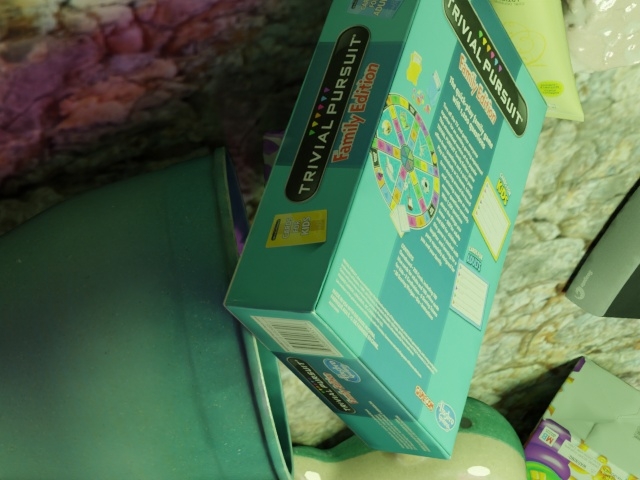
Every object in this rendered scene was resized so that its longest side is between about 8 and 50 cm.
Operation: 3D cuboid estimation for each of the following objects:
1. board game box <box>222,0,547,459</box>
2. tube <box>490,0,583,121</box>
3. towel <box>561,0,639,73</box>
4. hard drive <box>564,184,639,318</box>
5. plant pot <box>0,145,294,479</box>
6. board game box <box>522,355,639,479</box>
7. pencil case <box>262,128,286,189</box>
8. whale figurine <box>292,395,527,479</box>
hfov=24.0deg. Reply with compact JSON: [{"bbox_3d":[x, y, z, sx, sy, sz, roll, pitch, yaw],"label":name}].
[{"bbox_3d":[0.065,-0.036,1.168,0.079,0.336,0.254,3,152,31],"label":"board game box"},{"bbox_3d":[0.169,-0.184,1.257,0.062,0.070,0.240,-29,142,-10],"label":"tube"},{"bbox_3d":[0.363,-0.293,1.272,0.316,0.053,0.332,-11,137,-22],"label":"towel"},{"bbox_3d":[0.388,-0.013,1.589,0.172,0.054,0.255,6,130,-36],"label":"hard drive"},{"bbox_3d":[-0.171,0.085,1.202,0.255,0.272,0.272,-12,140,0],"label":"plant pot"},{"bbox_3d":[0.284,0.298,1.754,0.144,0.142,0.275,-43,162,-51],"label":"board game box"},{"bbox_3d":[0.000,0.000,1.268,0.088,0.086,0.206,-13,105,-43],"label":"pencil case"},{"bbox_3d":[0.088,0.243,1.648,0.271,0.141,0.216,-1,138,3],"label":"whale figurine"}]
